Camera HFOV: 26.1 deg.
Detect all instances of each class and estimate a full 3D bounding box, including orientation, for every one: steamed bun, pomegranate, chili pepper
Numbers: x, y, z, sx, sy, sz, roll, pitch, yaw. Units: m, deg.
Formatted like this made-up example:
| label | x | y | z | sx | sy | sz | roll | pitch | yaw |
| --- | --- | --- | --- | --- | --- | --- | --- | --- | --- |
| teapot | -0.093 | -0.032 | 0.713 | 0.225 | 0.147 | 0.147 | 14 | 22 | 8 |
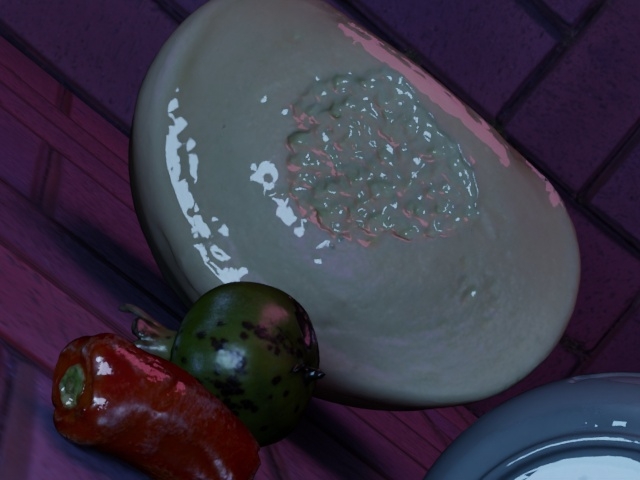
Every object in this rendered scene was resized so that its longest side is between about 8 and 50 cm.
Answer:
| label | x | y | z | sx | sy | sz | roll | pitch | yaw |
| --- | --- | --- | --- | --- | --- | --- | --- | --- | --- |
| steamed bun | 0.000 | 0.000 | 1.348 | 0.456 | 0.290 | 0.371 | 38 | -13 | -1 |
| pomegranate | -0.073 | 0.084 | 0.971 | 0.161 | 0.122 | 0.122 | 13 | -3 | 12 |
| chili pepper | -0.093 | 0.101 | 0.766 | 0.123 | 0.070 | 0.073 | 41 | 18 | -32 |

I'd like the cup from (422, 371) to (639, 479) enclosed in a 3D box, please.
| label | x | y | z | sx | sy | sz | roll | pitch | yaw |
| --- | --- | --- | --- | --- | --- | --- | --- | --- | --- |
| cup | 0.224 | 0.191 | 0.752 | 0.274 | 0.356 | 0.259 | 26 | 49 | -66 |
